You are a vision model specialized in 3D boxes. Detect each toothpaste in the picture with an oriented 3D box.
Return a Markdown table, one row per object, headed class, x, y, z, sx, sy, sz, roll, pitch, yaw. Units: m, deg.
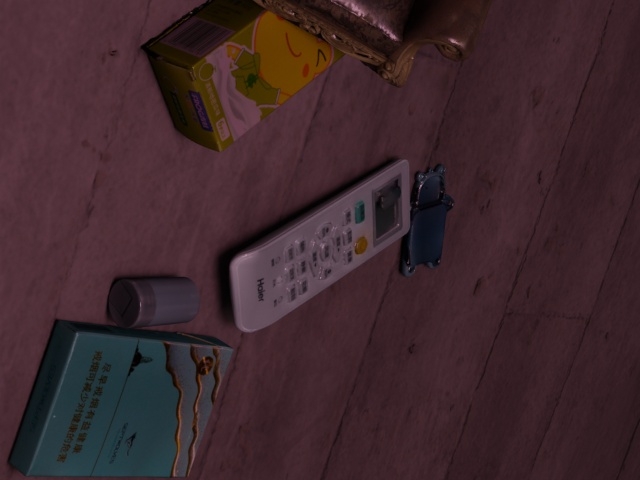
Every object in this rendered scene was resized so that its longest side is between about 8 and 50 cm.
| class | x | y | z | sx | sy | sz | roll | pitch | yaw |
| --- | --- | --- | --- | --- | --- | --- | --- | --- | --- |
| toothpaste | -0.029 | -0.229 | 1.497 | 0.327 | 0.077 | 0.110 | -40 | 134 | -25 |

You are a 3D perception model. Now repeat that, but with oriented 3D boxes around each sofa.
| class | x | y | z | sx | sy | sz | roll | pitch | yaw |
| --- | --- | --- | --- | --- | --- | --- | --- | --- | --- |
| sofa | 0.053 | -0.294 | 1.377 | 0.258 | 0.182 | 0.200 | 28 | 72 | -20 |

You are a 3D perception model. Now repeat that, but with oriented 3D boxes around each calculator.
| class | x | y | z | sx | sy | sz | roll | pitch | yaw |
| --- | --- | --- | --- | --- | --- | --- | --- | --- | --- |
| calculator | 0.131 | -0.025 | 1.824 | 0.094 | 0.019 | 0.141 | -16 | 120 | -42 |

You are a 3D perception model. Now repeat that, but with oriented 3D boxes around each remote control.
| class | x | y | z | sx | sy | sz | roll | pitch | yaw |
| --- | --- | --- | --- | --- | --- | --- | --- | --- | --- |
| remote control | 0.001 | 0.000 | 1.674 | 0.293 | 0.051 | 0.103 | -30 | 130 | -38 |

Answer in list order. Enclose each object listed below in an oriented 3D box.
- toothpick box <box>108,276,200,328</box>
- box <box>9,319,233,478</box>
| class | x | y | z | sx | sy | sz | roll | pitch | yaw |
| --- | --- | --- | --- | --- | --- | --- | --- | --- | --- |
| toothpick box | -0.173 | 0.064 | 1.519 | 0.083 | 0.052 | 0.052 | -1 | 111 | -48 |
| box | -0.207 | 0.173 | 1.549 | 0.229 | 0.041 | 0.162 | 10 | 103 | -49 |
